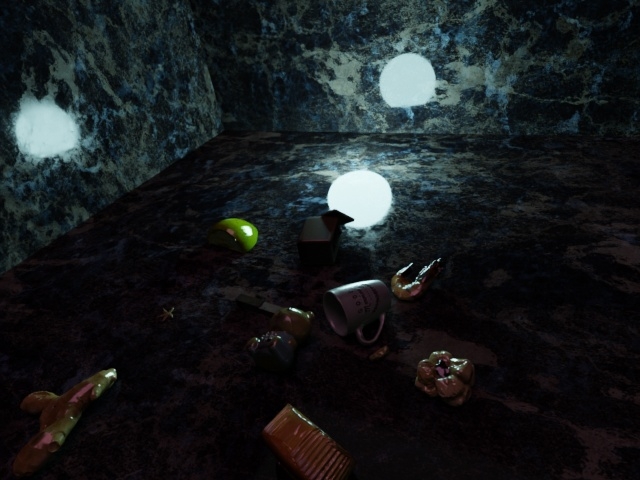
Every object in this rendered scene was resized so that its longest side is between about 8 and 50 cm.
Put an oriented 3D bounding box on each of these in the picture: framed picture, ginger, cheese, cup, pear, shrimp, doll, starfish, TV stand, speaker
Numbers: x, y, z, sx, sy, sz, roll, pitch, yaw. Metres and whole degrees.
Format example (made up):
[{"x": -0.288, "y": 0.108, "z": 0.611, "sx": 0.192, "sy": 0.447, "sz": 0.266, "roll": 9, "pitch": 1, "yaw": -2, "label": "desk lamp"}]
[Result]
[{"x": 0.056, "y": -0.108, "z": 2.369, "sx": 0.203, "sy": 0.150, "sz": 0.015, "roll": -19, "pitch": 57, "yaw": 44, "label": "framed picture"}, {"x": -0.904, "y": 0.611, "z": 1.608, "sx": 0.348, "sy": 0.122, "sz": 0.363, "roll": -29, "pitch": 26, "yaw": -12, "label": "ginger"}, {"x": 0.218, "y": 0.417, "z": 1.665, "sx": 0.083, "sy": 0.044, "sz": 0.030, "roll": -23, "pitch": 51, "yaw": -22, "label": "cheese"}, {"x": 0.171, "y": 0.285, "z": 1.792, "sx": 0.234, "sy": 0.186, "sz": 0.258, "roll": -16, "pitch": 62, "yaw": -24, "label": "cup"}, {"x": -0.466, "y": -0.061, "z": 2.520, "sx": 0.288, "sy": 0.139, "sz": 0.239, "roll": 14, "pitch": 31, "yaw": 30, "label": "pear"}, {"x": 0.419, "y": 0.162, "z": 1.989, "sx": 0.178, "sy": 0.075, "sz": 0.289, "roll": 22, "pitch": 57, "yaw": 43, "label": "shrimp"}, {"x": -0.138, "y": 0.366, "z": 1.731, "sx": 0.177, "sy": 0.161, "sz": 0.260, "roll": -15, "pitch": 27, "yaw": 35, "label": "doll"}, {"x": -0.698, "y": 0.336, "z": 2.070, "sx": 0.086, "sy": 0.016, "sz": 0.092, "roll": 7, "pitch": 34, "yaw": 21, "label": "starfish"}, {"x": -0.262, "y": 0.292, "z": 1.992, "sx": 0.257, "sy": 0.040, "sz": 0.049, "roll": 12, "pitch": 37, "yaw": 30, "label": "TV stand"}, {"x": 0.000, "y": 0.000, "z": 2.264, "sx": 0.193, "sy": 0.153, "sz": 0.230, "roll": 0, "pitch": 34, "yaw": 14, "label": "speaker"}]

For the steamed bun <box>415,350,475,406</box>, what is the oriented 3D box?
[{"x": 0.426, "y": 0.442, "z": 1.510, "sx": 0.192, "sy": 0.106, "sz": 0.178, "roll": -33, "pitch": 40, "yaw": -33, "label": "steamed bun"}]

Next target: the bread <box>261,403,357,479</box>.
[{"x": -0.044, "y": 0.615, "z": 1.314, "sx": 0.288, "sy": 0.204, "sz": 0.156, "roll": 23, "pitch": 63, "yaw": 45, "label": "bread"}]
